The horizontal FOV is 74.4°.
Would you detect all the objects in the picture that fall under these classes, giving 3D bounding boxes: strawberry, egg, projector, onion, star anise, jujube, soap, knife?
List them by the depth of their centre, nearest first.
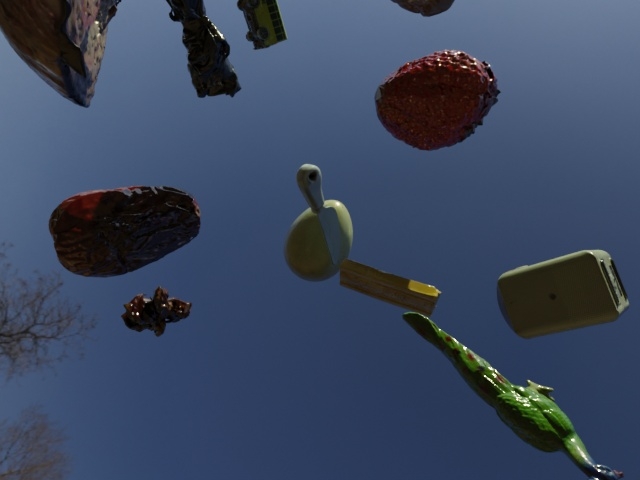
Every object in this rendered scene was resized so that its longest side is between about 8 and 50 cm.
[{"bbox_3d":[-0.322,-0.313,0.515,0.280,0.146,0.314,-33,-129,56],"label":"onion"},{"bbox_3d":[0.531,0.121,0.949,0.242,0.177,0.163,-27,-109,38],"label":"projector"},{"bbox_3d":[0.168,0.117,1.055,0.252,0.092,0.037,18,-124,18],"label":"soap"},{"bbox_3d":[-0.476,-0.038,1.057,0.216,0.342,0.216,39,-42,47],"label":"jujube"},{"bbox_3d":[0.286,-0.364,1.090,0.288,0.238,0.250,9,-86,-12],"label":"strawberry"},{"bbox_3d":[0.013,-0.070,1.184,0.044,0.331,0.080,20,-127,43],"label":"knife"},{"bbox_3d":[-0.473,0.215,1.251,0.190,0.220,0.126,-33,-112,6],"label":"star anise"},{"bbox_3d":[0.000,0.000,1.394,0.218,0.218,0.295,43,-62,26],"label":"egg"}]

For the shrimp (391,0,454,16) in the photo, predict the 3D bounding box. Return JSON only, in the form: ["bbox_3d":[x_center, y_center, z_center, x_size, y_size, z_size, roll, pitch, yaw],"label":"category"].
[{"bbox_3d":[0.094,-0.422,0.589,0.061,0.267,0.145,-51,-157,-1],"label":"shrimp"}]

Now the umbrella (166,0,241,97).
[{"bbox_3d":[-0.180,-0.311,0.611,0.080,0.224,0.071,-3,-132,9],"label":"umbrella"}]

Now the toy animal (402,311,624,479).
[{"bbox_3d":[0.169,0.134,0.394,0.217,0.075,0.041,42,-69,48],"label":"toy animal"}]

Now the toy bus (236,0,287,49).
[{"bbox_3d":[-0.165,-0.634,1.172,0.101,0.175,0.088,-31,-148,-22],"label":"toy bus"}]
